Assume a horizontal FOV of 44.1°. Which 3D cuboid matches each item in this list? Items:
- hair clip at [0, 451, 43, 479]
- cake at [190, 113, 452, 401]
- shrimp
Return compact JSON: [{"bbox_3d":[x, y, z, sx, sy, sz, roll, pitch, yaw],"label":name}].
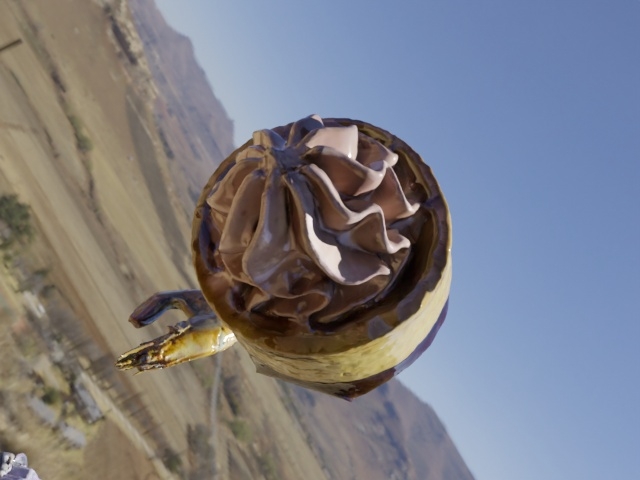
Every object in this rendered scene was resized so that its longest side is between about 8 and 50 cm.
[{"bbox_3d":[-0.207,0.231,0.482,0.292,0.084,0.106,-106,-170,-66],"label":"hair clip"},{"bbox_3d":[0.000,0.000,0.556,0.178,0.185,0.208,62,15,-70],"label":"cake"},{"bbox_3d":[-0.139,0.077,0.740,0.095,0.045,0.162,46,35,20],"label":"shrimp"}]
